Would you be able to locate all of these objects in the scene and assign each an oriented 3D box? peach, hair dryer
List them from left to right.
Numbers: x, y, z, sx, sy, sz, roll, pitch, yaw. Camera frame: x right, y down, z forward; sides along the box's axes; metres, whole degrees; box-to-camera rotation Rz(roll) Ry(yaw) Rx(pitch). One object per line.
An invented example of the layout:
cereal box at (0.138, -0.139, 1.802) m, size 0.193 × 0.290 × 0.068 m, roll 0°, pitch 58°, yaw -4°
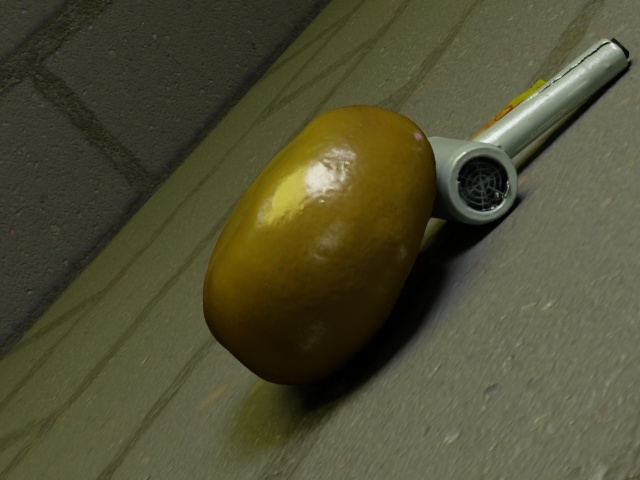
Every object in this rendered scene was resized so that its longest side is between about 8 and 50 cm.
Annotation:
peach at (0.000, 0.000, 1.141) m, size 0.251 × 0.153 × 0.251 m, roll -49°, pitch 12°, yaw 14°
hair dryer at (0.184, -0.098, 1.199) m, size 0.236 × 0.073 × 0.131 m, roll -35°, pitch 12°, yaw -10°

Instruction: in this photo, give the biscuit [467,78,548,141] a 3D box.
biscuit at (0.112, -0.049, 1.309) m, size 0.292 × 0.026 × 0.048 m, roll -42°, pitch 31°, yaw 1°
